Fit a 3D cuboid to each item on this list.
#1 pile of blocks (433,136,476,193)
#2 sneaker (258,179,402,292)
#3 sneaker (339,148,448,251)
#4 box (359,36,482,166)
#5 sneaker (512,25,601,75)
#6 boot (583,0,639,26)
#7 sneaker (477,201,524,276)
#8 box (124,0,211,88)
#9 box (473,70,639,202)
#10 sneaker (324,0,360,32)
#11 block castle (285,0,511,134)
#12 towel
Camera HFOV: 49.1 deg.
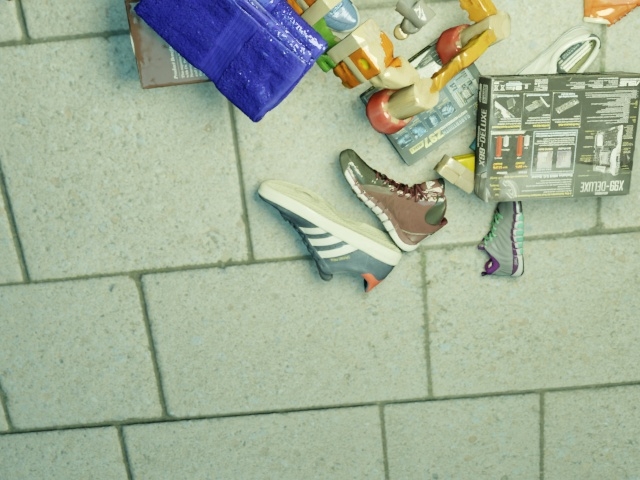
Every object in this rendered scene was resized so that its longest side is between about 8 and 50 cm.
[{"bbox_3d":[0.410,-0.191,1.482,0.362,0.112,0.149,-6,107,-6],"label":"pile of blocks"},{"bbox_3d":[0.000,0.000,1.540,0.350,0.131,0.148,30,111,-6],"label":"sneaker"},{"bbox_3d":[0.175,-0.116,1.501,0.162,0.106,0.281,-31,117,22],"label":"sneaker"},{"bbox_3d":[0.227,-0.295,1.470,0.232,0.059,0.183,-35,105,11],"label":"box"},{"bbox_3d":[0.460,-0.333,1.437,0.094,0.091,0.258,37,106,-12],"label":"sneaker"},{"bbox_3d":[0.608,-0.472,1.410,0.157,0.059,0.085,5,113,8],"label":"boot"},{"bbox_3d":[0.398,-0.018,1.556,0.098,0.083,0.224,-5,110,7],"label":"sneaker"},{"bbox_3d":[-0.251,-0.400,1.379,0.203,0.167,0.169,-5,109,2],"label":"box"},{"bbox_3d":[0.465,-0.206,1.385,0.307,0.076,0.243,-4,108,-6],"label":"box"},{"bbox_3d":[-0.009,-0.487,1.393,0.211,0.081,0.080,35,104,-13],"label":"sneaker"},{"bbox_3d":[0.094,-0.444,1.270,0.303,0.213,0.453,-45,104,-19],"label":"block castle"},{"bbox_3d":[-0.165,-0.365,1.217,0.308,0.076,0.227,42,131,-9],"label":"towel"}]
